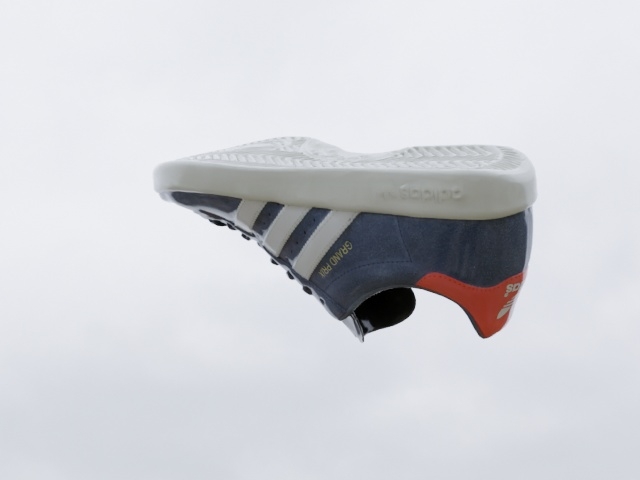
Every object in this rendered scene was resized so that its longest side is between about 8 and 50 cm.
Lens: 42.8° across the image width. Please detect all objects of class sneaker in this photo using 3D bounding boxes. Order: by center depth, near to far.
[{"bbox_3d":[0.000,0.000,0.658,0.350,0.131,0.148,9,-68,38],"label":"sneaker"}]
